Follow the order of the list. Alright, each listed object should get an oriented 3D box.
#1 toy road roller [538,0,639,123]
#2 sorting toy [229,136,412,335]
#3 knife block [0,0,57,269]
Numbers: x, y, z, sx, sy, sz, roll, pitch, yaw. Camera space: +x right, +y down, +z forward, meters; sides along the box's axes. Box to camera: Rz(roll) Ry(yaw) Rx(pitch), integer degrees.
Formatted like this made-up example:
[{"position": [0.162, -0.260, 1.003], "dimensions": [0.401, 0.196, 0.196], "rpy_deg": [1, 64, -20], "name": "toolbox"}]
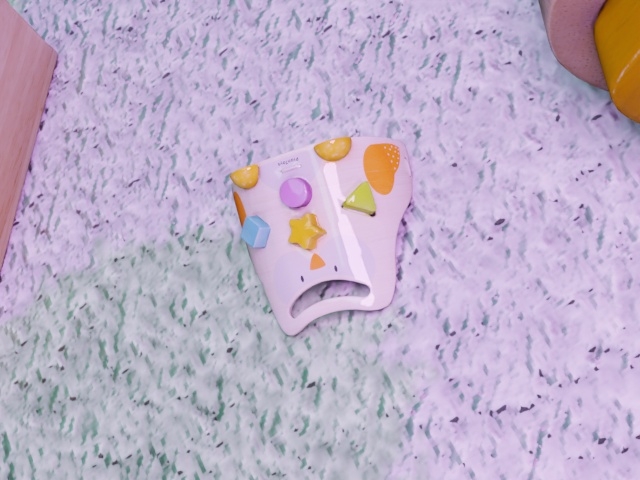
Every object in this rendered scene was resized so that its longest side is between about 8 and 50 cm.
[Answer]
[{"position": [0.241, -0.189, 0.658], "dimensions": [0.329, 0.241, 0.202], "rpy_deg": [-50, 37, 45], "name": "toy road roller"}, {"position": [0.000, 0.000, 0.749], "dimensions": [0.083, 0.045, 0.075], "rpy_deg": [-18, 73, 19], "name": "sorting toy"}, {"position": [-0.205, 0.031, 0.807], "dimensions": [0.276, 0.088, 0.242], "rpy_deg": [-42, 51, -1], "name": "knife block"}]
